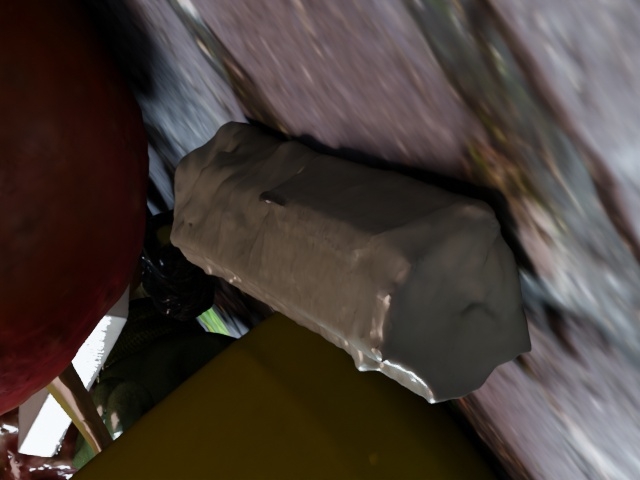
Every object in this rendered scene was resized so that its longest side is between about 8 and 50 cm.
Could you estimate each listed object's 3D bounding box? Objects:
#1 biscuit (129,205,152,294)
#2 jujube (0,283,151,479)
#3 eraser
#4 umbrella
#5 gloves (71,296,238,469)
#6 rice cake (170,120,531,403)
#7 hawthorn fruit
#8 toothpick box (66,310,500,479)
[{"bbox_3d":[-0.179,-0.032,1.151,0.192,0.049,0.192,21,138,20],"label":"biscuit"},{"bbox_3d":[-0.207,0.116,1.400,0.276,0.276,0.377,45,171,38],"label":"jujube"},{"bbox_3d":[-0.132,0.038,1.075,0.150,0.023,0.104,123,153,-48],"label":"eraser"},{"bbox_3d":[-0.080,0.017,1.103,0.037,0.040,0.144,42,169,11],"label":"umbrella"},{"bbox_3d":[-0.080,0.100,1.125,0.107,0.135,0.268,61,177,-11],"label":"gloves"},{"bbox_3d":[0.000,0.000,0.650,0.256,0.052,0.057,-156,59,-70],"label":"rice cake"},{"bbox_3d":[-0.196,-0.014,0.911,0.330,0.287,0.287,48,171,-9],"label":"hawthorn fruit"},{"bbox_3d":[-0.056,0.166,0.826,0.175,0.271,0.175,51,170,13],"label":"toothpick box"}]
